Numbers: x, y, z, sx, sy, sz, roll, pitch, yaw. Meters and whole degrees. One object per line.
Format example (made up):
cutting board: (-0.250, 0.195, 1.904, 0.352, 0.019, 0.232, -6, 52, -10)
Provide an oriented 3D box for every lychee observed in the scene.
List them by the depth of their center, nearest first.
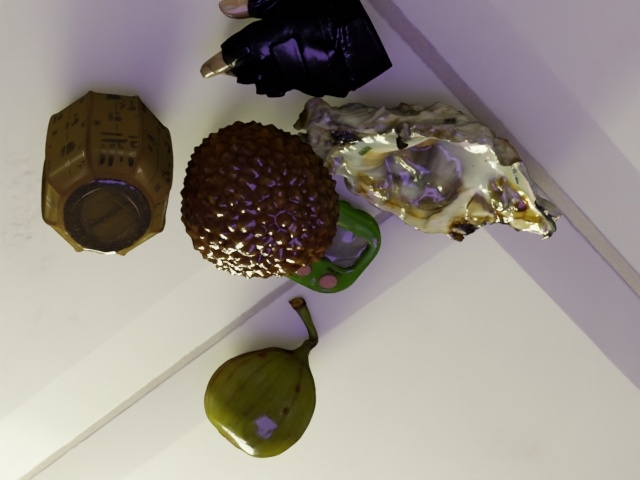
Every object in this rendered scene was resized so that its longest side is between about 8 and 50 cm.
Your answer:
lychee: (-0.079, -0.048, 1.993, 0.200, 0.238, 0.200, -16, 116, -37)

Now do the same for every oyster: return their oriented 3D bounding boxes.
oyster: (0.135, -0.101, 2.056, 0.354, 0.107, 0.201, 26, 149, -28)

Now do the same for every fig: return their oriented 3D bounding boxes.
fig: (-0.068, 0.194, 2.221, 0.148, 0.186, 0.142, 50, 152, -10)

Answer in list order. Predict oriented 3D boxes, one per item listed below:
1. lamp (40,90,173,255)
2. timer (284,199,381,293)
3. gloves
lamp: (-0.251, -0.080, 1.971, 0.161, 0.185, 0.161, -2, 125, -2)
timer: (0.000, 0.000, 2.132, 0.140, 0.047, 0.128, 27, 118, -21)
gloves: (-0.041, -0.223, 1.948, 0.203, 0.124, 0.164, -27, 104, 3)
